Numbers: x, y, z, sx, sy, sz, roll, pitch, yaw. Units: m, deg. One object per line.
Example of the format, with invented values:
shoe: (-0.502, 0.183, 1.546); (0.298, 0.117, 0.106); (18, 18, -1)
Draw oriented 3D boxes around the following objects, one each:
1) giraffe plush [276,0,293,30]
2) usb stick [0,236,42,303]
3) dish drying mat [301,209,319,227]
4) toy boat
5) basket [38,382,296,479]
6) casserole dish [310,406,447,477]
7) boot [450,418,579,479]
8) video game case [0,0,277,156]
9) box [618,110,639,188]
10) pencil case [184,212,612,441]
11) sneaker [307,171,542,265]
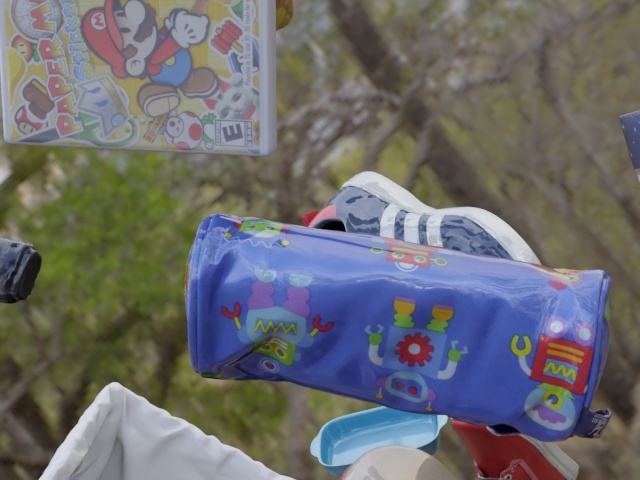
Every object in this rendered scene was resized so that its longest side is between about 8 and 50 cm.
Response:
giraffe plush: (-0.132, -0.233, 1.577); (0.210, 0.181, 0.170); (-48, -3, -1)
usb stick: (-0.444, 0.016, 2.018); (0.045, 0.278, 0.077); (52, -126, -54)
dish drying mat: (0.000, 0.000, 2.455); (0.032, 0.083, 0.008); (-20, -2, -43)
toy boat: (0.108, 0.352, 2.039); (0.151, 0.231, 0.151); (-51, -8, 29)
basket: (-0.225, 0.422, 2.195); (0.266, 0.331, 0.328); (-60, 1, 34)
casserole dish: (0.081, 0.267, 2.327); (0.188, 0.037, 0.114); (-15, 28, 9)
boot: (0.217, 0.308, 2.108); (0.088, 0.244, 0.176); (5, 64, 42)
video game case: (-0.134, -0.176, 1.261); (0.206, 0.227, 0.026); (3, 17, 11)
box: (0.404, -0.090, 2.033); (0.036, 0.136, 0.225); (-17, 1, -9)
pencil case: (0.054, 0.063, 1.230); (0.119, 0.306, 0.133); (-68, -13, -68)
sneaker: (0.107, 0.034, 1.993); (0.148, 0.131, 0.350); (-39, 33, -23)
